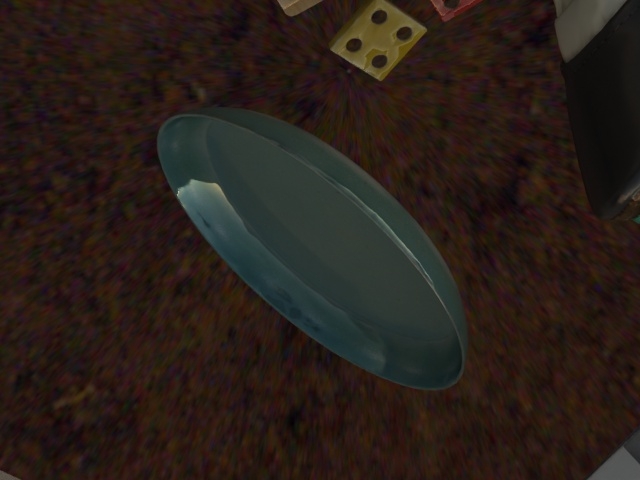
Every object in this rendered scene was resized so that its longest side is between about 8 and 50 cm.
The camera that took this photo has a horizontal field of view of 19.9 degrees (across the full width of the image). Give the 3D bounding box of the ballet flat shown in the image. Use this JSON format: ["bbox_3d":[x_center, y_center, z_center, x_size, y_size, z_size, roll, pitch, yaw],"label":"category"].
[{"bbox_3d":[0.104,-0.091,0.529,0.074,0.074,0.203,35,58,-2],"label":"ballet flat"}]

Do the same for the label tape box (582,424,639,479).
[{"bbox_3d":[0.238,0.243,1.448,0.334,0.240,0.106,-46,73,13],"label":"label tape box"}]

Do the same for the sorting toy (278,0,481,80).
[{"bbox_3d":[0.017,-0.196,1.071,0.132,0.046,0.274,-28,132,5],"label":"sorting toy"}]

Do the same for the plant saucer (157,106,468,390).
[{"bbox_3d":[0.000,0.000,1.493,0.317,0.317,0.044,42,69,-3],"label":"plant saucer"}]

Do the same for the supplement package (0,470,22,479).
[{"bbox_3d":[-0.291,0.336,1.624,0.204,0.262,0.145,25,107,-3],"label":"supplement package"}]
